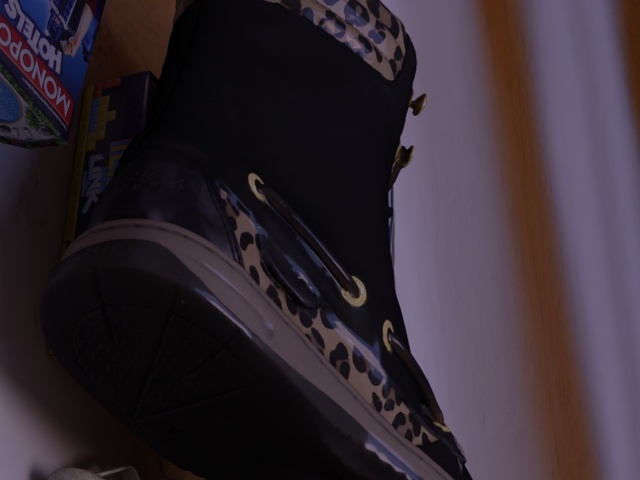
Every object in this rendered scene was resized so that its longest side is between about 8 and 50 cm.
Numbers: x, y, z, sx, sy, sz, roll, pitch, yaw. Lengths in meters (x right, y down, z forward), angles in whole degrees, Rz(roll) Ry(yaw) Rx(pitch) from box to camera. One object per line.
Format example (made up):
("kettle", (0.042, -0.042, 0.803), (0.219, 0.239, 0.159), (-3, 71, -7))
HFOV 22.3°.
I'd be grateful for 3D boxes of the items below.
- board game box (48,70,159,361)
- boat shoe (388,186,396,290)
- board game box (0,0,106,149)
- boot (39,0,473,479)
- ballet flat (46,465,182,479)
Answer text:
("board game box", (-0.088, 0.012, 0.924), (0.141, 0.048, 0.170), (47, 40, -53))
("boat shoe", (0.000, 0.000, 1.091), (0.094, 0.109, 0.302), (-53, 140, -79))
("board game box", (-0.181, -0.136, 0.758), (0.194, 0.060, 0.194), (55, 35, -44))
("boot", (0.009, 0.029, 0.908), (0.377, 0.138, 0.284), (46, 39, -36))
("ballet flat", (-0.088, 0.147, 0.865), (0.168, 0.057, 0.052), (28, 46, -62))
